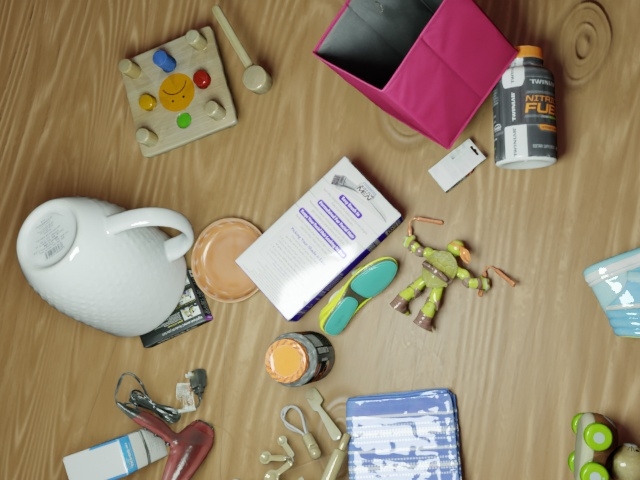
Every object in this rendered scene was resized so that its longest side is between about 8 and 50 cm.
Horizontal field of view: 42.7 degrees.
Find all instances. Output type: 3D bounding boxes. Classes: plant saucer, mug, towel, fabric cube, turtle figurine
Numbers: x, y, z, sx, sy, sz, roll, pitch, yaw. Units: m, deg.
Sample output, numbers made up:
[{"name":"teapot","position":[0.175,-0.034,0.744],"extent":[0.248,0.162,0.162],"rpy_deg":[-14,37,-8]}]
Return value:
[{"name":"plant saucer","position":[-0.207,0.047,1.927],"extent":[0.199,0.037,0.200],"rpy_deg":[-2,84,17]},{"name":"mug","position":[-0.458,0.028,1.816],"extent":[0.374,0.328,0.276],"rpy_deg":[-22,63,14]},{"name":"towel","position":[0.178,0.489,1.732],"extent":[0.243,0.040,0.336],"rpy_deg":[-6,71,11]},{"name":"fabric cube","position":[0.196,-0.389,1.688],"extent":[0.259,0.258,0.254],"rpy_deg":[-56,44,5]},{"name":"turtle figurine","position":[0.261,0.085,1.761],"extent":[0.269,0.087,0.217],"rpy_deg":[33,95,16]}]

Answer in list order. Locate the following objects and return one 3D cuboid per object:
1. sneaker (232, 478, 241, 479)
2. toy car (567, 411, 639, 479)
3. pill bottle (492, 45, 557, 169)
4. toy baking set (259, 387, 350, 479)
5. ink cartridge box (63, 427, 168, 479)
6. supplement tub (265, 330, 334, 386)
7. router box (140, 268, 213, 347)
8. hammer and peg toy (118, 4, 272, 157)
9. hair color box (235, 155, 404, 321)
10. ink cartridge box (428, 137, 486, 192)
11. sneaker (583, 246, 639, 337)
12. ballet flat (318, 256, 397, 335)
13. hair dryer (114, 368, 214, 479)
[{"name":"sneaker","position":[-0.175,0.567,1.850],"extent":[0.190,0.083,0.071],"rpy_deg":[-23,123,18]},{"name":"toy car","position":[0.598,0.422,1.608],"extent":[0.188,0.155,0.149],"rpy_deg":[6,87,7]},{"name":"pill bottle","position":[0.427,-0.280,1.722],"extent":[0.130,0.130,0.246],"rpy_deg":[-3,85,16]},{"name":"toy baking set","position":[-0.032,0.452,1.787],"extent":[0.196,0.030,0.256],"rpy_deg":[18,71,33]},{"name":"ink cartridge box","position":[-0.464,0.495,1.878],"extent":[0.148,0.203,0.086],"rpy_deg":[-22,81,14]},{"name":"supplement tub","position":[-0.047,0.257,1.782],"extent":[0.117,0.190,0.117],"rpy_deg":[-1,85,17]},{"name":"router box","position":[-0.362,0.163,1.958],"extent":[0.178,0.046,0.133],"rpy_deg":[-24,80,13]},{"name":"hammer and peg toy","position":[-0.291,-0.375,1.942],"extent":[0.361,0.127,0.266],"rpy_deg":[-20,78,14]},{"name":"hair color box","position":[0.000,0.000,1.816],"extent":[0.339,0.110,0.185],"rpy_deg":[-43,79,4]},{"name":"ink cartridge box","position":[0.301,-0.164,1.801],"extent":[0.115,0.029,0.063],"rpy_deg":[-39,76,9]},{"name":"sneaker","position":[0.706,0.097,1.614],"extent":[0.319,0.127,0.208],"rpy_deg":[-22,77,23]},{"name":"ballet flat","position":[0.075,0.110,1.820],"extent":[0.077,0.077,0.231],"rpy_deg":[35,104,-26]},{"name":"hair dryer","position":[-0.351,0.441,1.865],"extent":[0.223,0.080,0.294],"rpy_deg":[-3,71,-26]}]
